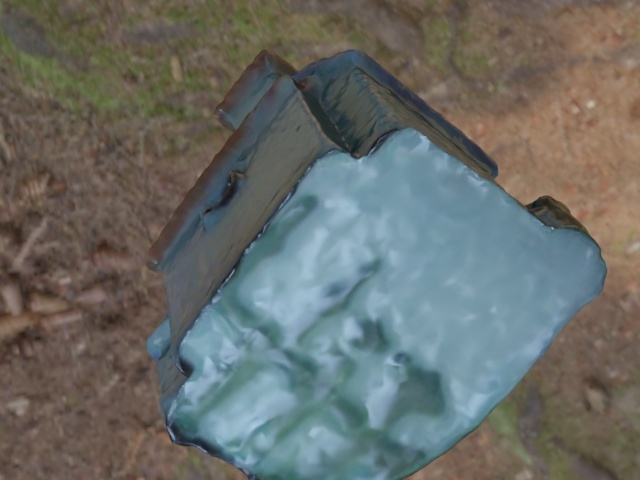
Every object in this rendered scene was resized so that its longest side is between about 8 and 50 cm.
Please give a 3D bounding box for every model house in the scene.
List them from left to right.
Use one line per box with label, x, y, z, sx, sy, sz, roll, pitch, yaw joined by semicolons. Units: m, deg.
model house;0.000;0.000;1.102;0.251;0.329;0.295;31;103;-29
